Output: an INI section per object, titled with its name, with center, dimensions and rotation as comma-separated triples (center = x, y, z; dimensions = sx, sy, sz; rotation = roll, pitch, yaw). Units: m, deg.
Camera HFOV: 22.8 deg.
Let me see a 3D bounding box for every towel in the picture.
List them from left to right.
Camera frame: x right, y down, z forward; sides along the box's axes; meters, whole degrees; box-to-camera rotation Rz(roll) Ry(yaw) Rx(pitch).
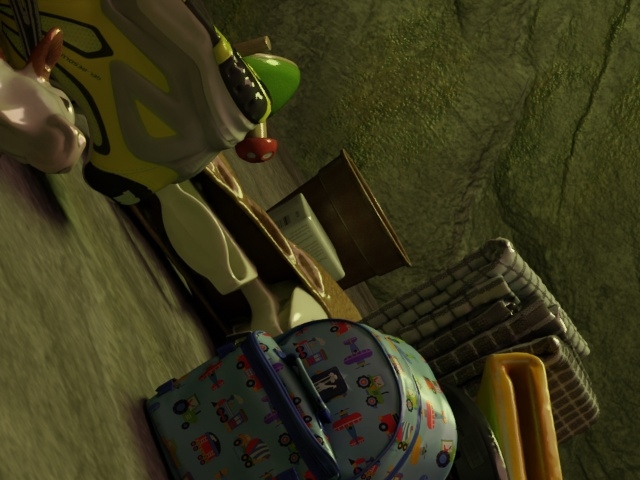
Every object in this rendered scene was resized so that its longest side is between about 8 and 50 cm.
[towel]
center = 0.110, 0.154, 1.422
dimensions = 0.235, 0.283, 0.121
rotation = 50, 11, -54

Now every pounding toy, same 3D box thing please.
[pounding toy]
center = -0.117, -0.151, 1.851
dimensions = 0.237, 0.183, 0.110
rotation = 36, 50, -78

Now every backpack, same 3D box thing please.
[backpack]
center = -0.006, 0.126, 1.047
dimensions = 0.117, 0.173, 0.158
rotation = 54, 8, -52

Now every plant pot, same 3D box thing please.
[plant pot]
center = 0.000, 0.000, 1.945
dimensions = 0.167, 0.165, 0.167
rotation = 59, 4, -6

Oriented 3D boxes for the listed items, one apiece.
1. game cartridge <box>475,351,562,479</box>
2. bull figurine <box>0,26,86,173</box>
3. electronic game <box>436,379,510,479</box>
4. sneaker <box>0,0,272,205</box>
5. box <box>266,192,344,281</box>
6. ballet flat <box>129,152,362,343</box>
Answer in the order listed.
[game cartridge]
center = 0.152, 0.294, 1.285
dimensions = 0.324, 0.052, 0.285
rotation = 92, -4, -54
[bull figurine]
center = -0.236, -0.162, 0.836
dimensions = 0.310, 0.101, 0.188
rotation = 61, 7, 6
[electronic game]
center = 0.087, 0.221, 1.213
dimensions = 0.229, 0.048, 0.229
rotation = 180, -90, -67
[sneaker]
center = -0.203, -0.189, 1.173
dimensions = 0.385, 0.147, 0.145
rotation = 49, 2, 26
[box]
center = -0.039, 0.016, 1.815
dimensions = 0.087, 0.101, 0.102
rotation = 59, 5, -18
[ballet flat]
center = -0.069, 0.028, 1.385
dimensions = 0.342, 0.116, 0.124
rotation = 55, 11, -21
